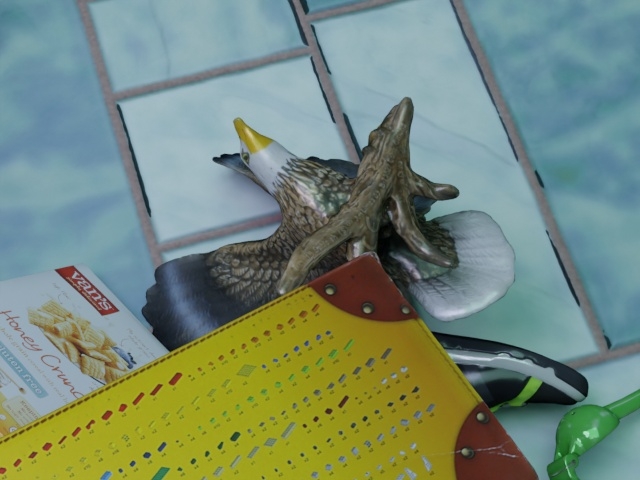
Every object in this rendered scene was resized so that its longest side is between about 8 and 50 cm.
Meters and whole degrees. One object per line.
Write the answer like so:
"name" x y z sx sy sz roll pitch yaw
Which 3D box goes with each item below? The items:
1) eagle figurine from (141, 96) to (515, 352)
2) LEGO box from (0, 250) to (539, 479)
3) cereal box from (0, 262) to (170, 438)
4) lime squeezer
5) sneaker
"eagle figurine" -0.005 -0.010 1.227 0.226 0.298 0.225 -10 78 -25
"LEGO box" -0.149 0.264 0.966 0.500 0.372 0.193 -26 68 -27
"cereal box" -0.213 0.104 1.176 0.173 0.047 0.240 44 25 15
"lime squeezer" 0.232 0.207 1.226 0.110 0.059 0.310 37 54 -25
"sneaker" 0.106 0.128 1.270 0.235 0.084 0.097 10 89 2
